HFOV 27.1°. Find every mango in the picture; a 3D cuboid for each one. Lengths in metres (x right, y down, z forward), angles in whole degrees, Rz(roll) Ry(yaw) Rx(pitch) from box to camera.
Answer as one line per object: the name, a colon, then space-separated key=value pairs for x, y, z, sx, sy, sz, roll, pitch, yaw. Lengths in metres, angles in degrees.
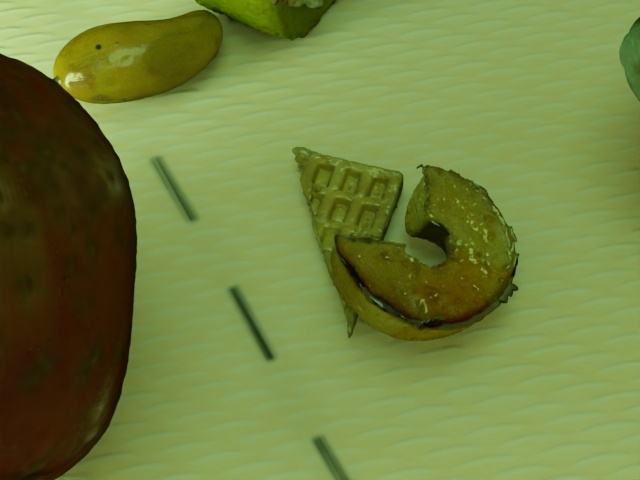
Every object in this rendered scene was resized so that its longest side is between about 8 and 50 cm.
mango: x=-0.185 y=-0.188 z=1.366 sx=0.190 sy=0.075 sz=0.098 roll=-18 pitch=52 yaw=-20

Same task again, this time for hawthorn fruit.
hawthorn fruit: x=-0.313 y=0.059 z=1.031 sx=0.403 sy=0.402 sz=0.402 roll=-1 pitch=55 yaw=2

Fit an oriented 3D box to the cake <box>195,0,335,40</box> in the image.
cake: x=-0.024 y=-0.348 z=1.405 sx=0.156 sy=0.179 sz=0.260 roll=27 pitch=61 yaw=19

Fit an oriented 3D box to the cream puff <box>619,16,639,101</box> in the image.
cream puff: x=0.448 y=-0.143 z=1.215 sx=0.379 sy=0.275 sz=0.378 roll=2 pitch=81 yaw=-13

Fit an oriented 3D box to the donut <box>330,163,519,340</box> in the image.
donut: x=0.096 y=0.024 z=1.191 sx=0.146 sy=0.078 sz=0.181 roll=45 pitch=53 yaw=8

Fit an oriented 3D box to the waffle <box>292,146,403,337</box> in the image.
waffle: x=0.000 y=0.000 z=1.250 sx=0.125 sy=0.032 sz=0.191 roll=16 pitch=56 yaw=11
